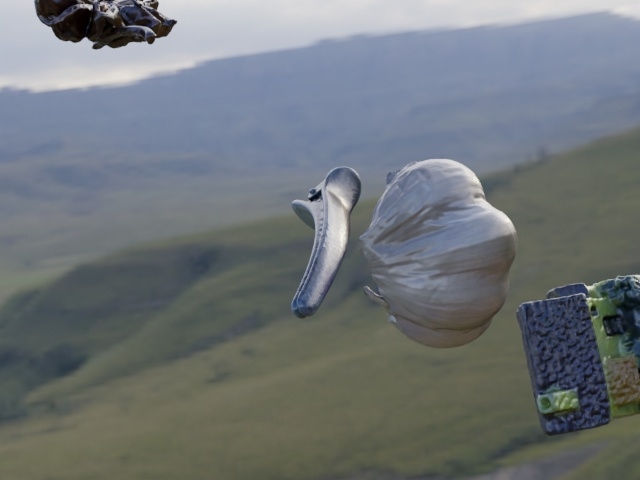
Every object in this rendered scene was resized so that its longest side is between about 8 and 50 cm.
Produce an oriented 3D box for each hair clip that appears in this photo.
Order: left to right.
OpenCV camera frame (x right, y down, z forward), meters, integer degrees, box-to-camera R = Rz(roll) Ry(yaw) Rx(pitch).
[{"bbox_3d":[0.000,0.000,1.546,0.083,0.048,0.275,-34,16,15],"label":"hair clip"}]

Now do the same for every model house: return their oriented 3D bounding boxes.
[{"bbox_3d":[0.356,0.152,2.046,0.170,0.194,0.211,-16,-9,42],"label":"model house"}]

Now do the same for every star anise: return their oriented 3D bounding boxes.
[{"bbox_3d":[-0.265,-0.263,1.821,0.177,0.073,0.234,7,11,1],"label":"star anise"}]

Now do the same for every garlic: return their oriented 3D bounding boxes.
[{"bbox_3d":[0.154,0.023,1.805,0.178,0.229,0.143,-21,20,-33],"label":"garlic"}]
